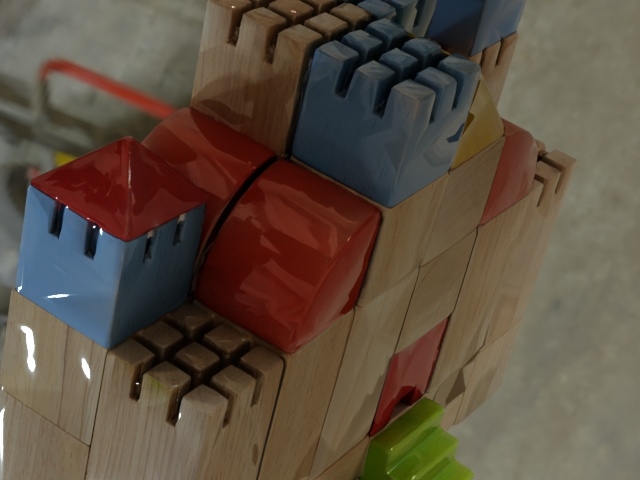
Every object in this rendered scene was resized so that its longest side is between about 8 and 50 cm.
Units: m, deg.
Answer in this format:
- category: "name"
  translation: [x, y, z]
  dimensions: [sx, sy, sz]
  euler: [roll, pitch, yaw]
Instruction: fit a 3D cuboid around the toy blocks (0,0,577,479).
- category: "toy blocks"
  translation: [0.000, 0.000, 0.726]
  dimensions: [0.191, 0.381, 0.260]
  euler: [30, 126, 23]
